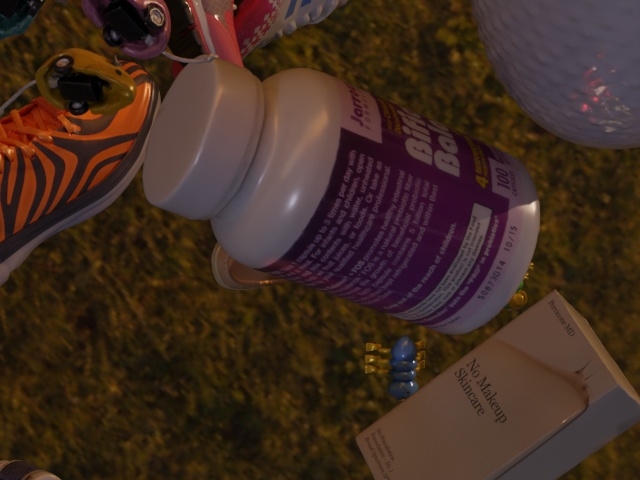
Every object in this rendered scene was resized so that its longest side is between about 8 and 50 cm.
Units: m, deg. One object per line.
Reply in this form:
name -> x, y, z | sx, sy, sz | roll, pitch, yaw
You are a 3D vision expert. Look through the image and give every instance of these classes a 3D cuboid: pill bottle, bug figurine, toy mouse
pill bottle -> 0.016, -0.041, 1.100 | 0.301, 0.169, 0.169 | 20, 104, -27
pill bottle -> -0.410, 0.341, 1.859 | 0.067, 0.120, 0.067 | -8, 102, -41
bug figurine -> 0.200, 0.116, 1.806 | 0.279, 0.072, 0.216 | -5, 102, -16
toy mouse -> -0.138, -0.132, 0.755 | 0.143, 0.161, 0.031 | 71, 30, -44

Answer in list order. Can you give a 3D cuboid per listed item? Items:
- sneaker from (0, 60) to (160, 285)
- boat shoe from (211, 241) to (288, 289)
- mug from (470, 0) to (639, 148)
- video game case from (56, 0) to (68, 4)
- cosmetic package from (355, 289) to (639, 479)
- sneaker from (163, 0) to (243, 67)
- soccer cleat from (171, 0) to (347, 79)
sneaker -> -0.286, -0.085, 1.235 | 0.321, 0.124, 0.180 | -48, 145, -19
boat shoe -> 0.000, 0.000, 1.827 | 0.302, 0.098, 0.109 | -15, 108, -23
mug -> 0.233, -0.272, 1.119 | 0.276, 0.374, 0.328 | -22, 150, -9
video game case -> -0.181, -0.239, 0.998 | 0.087, 0.011, 0.122 | -9, 122, -86
cosmetic package -> 0.214, 0.222, 1.612 | 0.309, 0.160, 0.113 | -39, 140, 12
sneaker -> -0.124, -0.318, 1.479 | 0.136, 0.116, 0.314 | -23, 101, -18
soccer cleat -> -0.042, -0.296, 1.652 | 0.143, 0.116, 0.331 | 42, 81, -33
